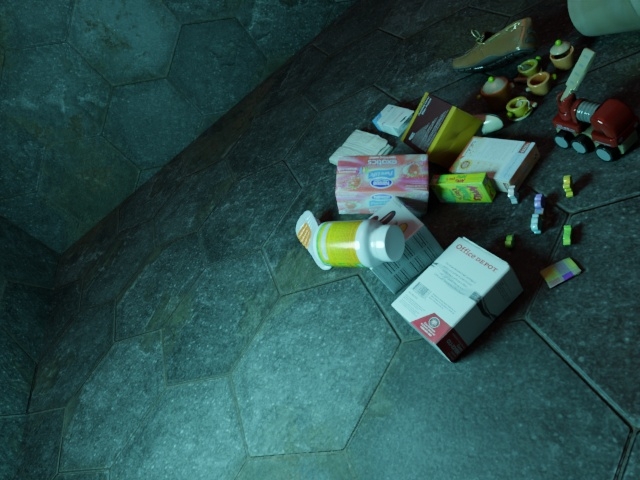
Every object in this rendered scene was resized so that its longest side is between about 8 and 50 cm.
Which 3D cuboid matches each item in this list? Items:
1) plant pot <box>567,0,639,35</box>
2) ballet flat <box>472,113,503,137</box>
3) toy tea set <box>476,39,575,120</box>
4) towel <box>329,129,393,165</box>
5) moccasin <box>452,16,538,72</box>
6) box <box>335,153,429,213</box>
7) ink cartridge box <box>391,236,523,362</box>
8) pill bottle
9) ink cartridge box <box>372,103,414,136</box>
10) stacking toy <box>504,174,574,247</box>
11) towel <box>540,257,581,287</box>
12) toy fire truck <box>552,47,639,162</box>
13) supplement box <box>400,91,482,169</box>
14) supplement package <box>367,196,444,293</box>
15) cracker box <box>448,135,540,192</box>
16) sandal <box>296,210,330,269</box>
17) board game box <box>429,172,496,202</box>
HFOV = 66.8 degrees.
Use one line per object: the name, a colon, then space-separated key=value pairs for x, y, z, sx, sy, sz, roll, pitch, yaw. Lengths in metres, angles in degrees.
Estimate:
plant pot: x=0.966 y=-0.790 z=1.535 sx=0.323 sy=0.323 sz=0.280 roll=-57 pitch=22 yaw=-18
ballet flat: x=0.527 y=-0.398 z=1.704 sx=0.086 sy=0.086 sz=0.248 roll=-48 pitch=31 yaw=-7
toy tea set: x=0.705 y=-0.569 z=1.666 sx=0.336 sy=0.124 sz=0.200 roll=-45 pitch=37 yaw=-3
towel: x=0.163 y=-0.368 z=2.031 sx=0.187 sy=0.049 sz=0.282 roll=-47 pitch=37 yaw=-6
moccasin: x=0.631 y=-0.718 z=1.802 sx=0.380 sy=0.139 sz=0.147 roll=-174 pitch=80 yaw=-71
box: x=0.205 y=-0.184 z=1.615 sx=0.299 sy=0.142 sz=0.154 roll=1 pitch=64 yaw=9
ink cartridge box: x=0.359 y=0.149 z=1.285 sx=0.273 sy=0.114 sz=0.197 roll=-45 pitch=36 yaw=-1
pill bottle: x=0.110 y=0.009 z=1.384 sx=0.245 sy=0.136 sz=0.136 roll=-1 pitch=53 yaw=42
ink cartridge box: x=0.312 y=-0.494 z=2.006 sx=0.104 sy=0.061 sz=0.181 roll=-46 pitch=36 yaw=-4
stacking toy: x=0.601 y=-0.077 z=1.338 sx=0.167 sy=0.052 sz=0.221 roll=-8 pitch=50 yaw=38
towel: x=0.601 y=0.080 z=1.219 sx=0.083 sy=0.009 sz=0.060 roll=-32 pitch=37 yaw=13
toy fire truck: x=0.747 y=-0.372 z=1.330 sx=0.158 sy=0.246 sz=0.217 roll=-44 pitch=36 yaw=-1
supplement box: x=0.413 y=-0.380 z=1.686 sx=0.191 sy=0.129 sz=0.194 roll=-63 pitch=32 yaw=20
supplement package: x=0.229 y=0.012 z=1.510 sx=0.203 sy=0.149 sz=0.194 roll=-41 pitch=37 yaw=5
cracker box: x=0.547 y=-0.243 z=1.539 sx=0.156 sy=0.067 sz=0.232 roll=-52 pitch=37 yaw=-11
sandal: x=-0.007 y=0.007 z=1.807 sx=0.102 sy=0.076 sz=0.265 roll=-44 pitch=55 yaw=23
board game box: x=0.447 y=-0.164 z=1.531 sx=0.181 sy=0.092 sz=0.043 roll=4 pitch=56 yaw=45
